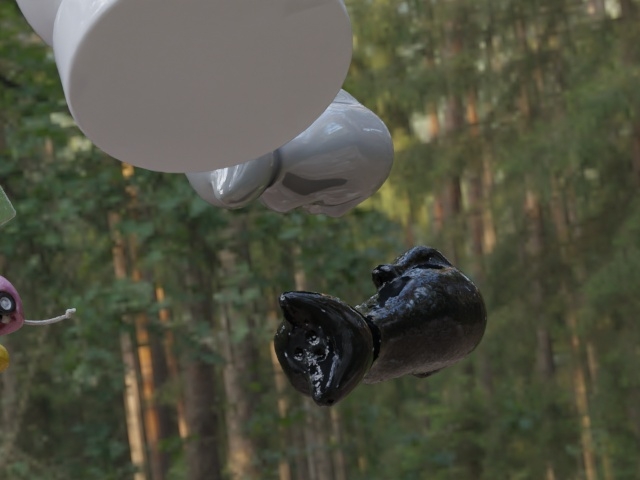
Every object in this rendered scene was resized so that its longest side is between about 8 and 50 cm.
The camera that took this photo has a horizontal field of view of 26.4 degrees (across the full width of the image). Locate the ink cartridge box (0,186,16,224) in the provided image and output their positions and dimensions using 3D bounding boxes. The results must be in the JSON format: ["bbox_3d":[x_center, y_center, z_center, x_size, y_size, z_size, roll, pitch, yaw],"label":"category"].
[{"bbox_3d":[-0.326,-0.030,0.807,0.235,0.171,0.056,-33,22,-16],"label":"ink cartridge box"}]

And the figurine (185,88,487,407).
[{"bbox_3d":[0.000,0.000,0.877,0.092,0.215,0.209,-32,-10,23],"label":"figurine"}]

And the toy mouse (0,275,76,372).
[{"bbox_3d":[-0.226,0.039,0.770,0.161,0.031,0.143,-15,-33,16],"label":"toy mouse"}]

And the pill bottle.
[{"bbox_3d":[-0.079,-0.170,0.647,0.153,0.265,0.153,-12,-35,-9],"label":"pill bottle"}]
